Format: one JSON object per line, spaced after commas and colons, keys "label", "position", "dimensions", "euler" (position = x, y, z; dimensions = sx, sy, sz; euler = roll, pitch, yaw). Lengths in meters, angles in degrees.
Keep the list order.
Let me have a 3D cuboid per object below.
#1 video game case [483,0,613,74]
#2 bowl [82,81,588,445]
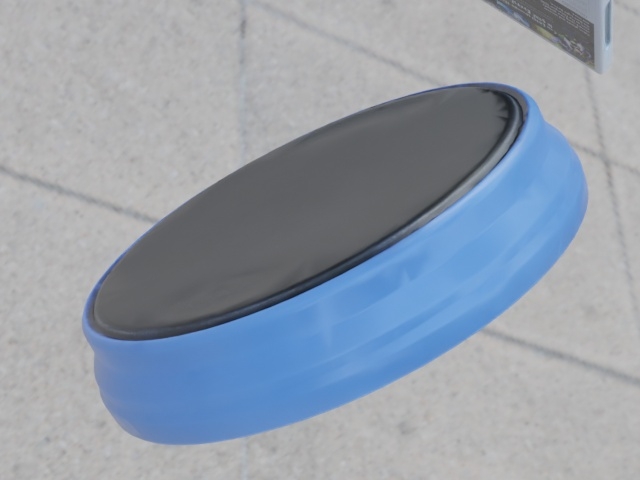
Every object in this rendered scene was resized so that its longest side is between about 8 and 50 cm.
{"label": "video game case", "position": [0.170, -0.233, 1.095], "dimensions": [0.190, 0.173, 0.022], "euler": [37, 83, 20]}
{"label": "bowl", "position": [0.000, 0.000, 0.936], "dimensions": [0.391, 0.391, 0.077], "euler": [-48, 117, -47]}
